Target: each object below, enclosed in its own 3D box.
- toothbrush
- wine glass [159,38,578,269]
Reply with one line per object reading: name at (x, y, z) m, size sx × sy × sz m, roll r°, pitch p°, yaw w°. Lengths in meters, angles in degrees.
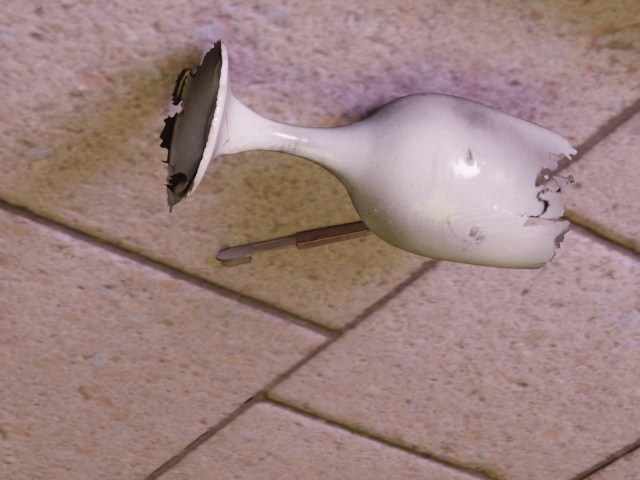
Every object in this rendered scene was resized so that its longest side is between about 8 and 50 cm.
toothbrush at (0.000, -0.001, 1.459) m, size 0.194 × 0.014 × 0.017 m, roll -13°, pitch 141°, yaw 14°
wine glass at (0.039, -0.060, 1.282) m, size 0.321 × 0.143 × 0.143 m, roll 12°, pitch 141°, yaw -19°
